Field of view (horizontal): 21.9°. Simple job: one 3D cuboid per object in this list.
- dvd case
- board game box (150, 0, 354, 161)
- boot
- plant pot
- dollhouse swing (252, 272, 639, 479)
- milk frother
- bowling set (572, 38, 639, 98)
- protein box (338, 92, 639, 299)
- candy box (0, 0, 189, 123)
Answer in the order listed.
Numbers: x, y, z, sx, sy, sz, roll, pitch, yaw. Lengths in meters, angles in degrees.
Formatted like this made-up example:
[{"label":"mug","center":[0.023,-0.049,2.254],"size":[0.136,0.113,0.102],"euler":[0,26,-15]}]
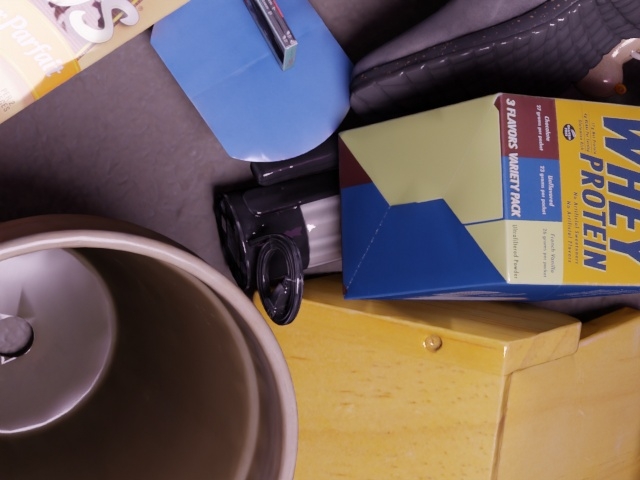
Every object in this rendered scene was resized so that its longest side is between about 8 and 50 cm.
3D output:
[{"label":"dvd case","center":[-0.052,-0.192,1.276],"size":[0.013,0.087,0.119],"euler":[-28,87,-5]},{"label":"board game box","center":[-0.054,-0.140,1.328],"size":[0.133,0.033,0.168],"euler":[-34,86,-21]},{"label":"boot","center":[0.162,-0.235,1.313],"size":[0.338,0.222,0.118],"euler":[-22,151,14]},{"label":"plant pot","center":[-0.209,0.110,1.230],"size":[0.323,0.280,0.323],"euler":[-5,108,-17]},{"label":"dollhouse swing","center":[0.108,0.199,1.490],"size":[0.315,0.305,0.346],"euler":[11,106,21]},{"label":"milk frother","center":[0.000,0.000,1.337],"size":[0.135,0.129,0.143],"euler":[-15,66,-14]},{"label":"bowling set","center":[0.286,-0.160,1.386],"size":[0.154,0.287,0.200],"euler":[-48,148,6]},{"label":"protein box","center":[0.152,-0.025,1.266],"size":[0.201,0.200,0.136],"euler":[2,84,-35]},{"label":"candy box","center":[-0.247,-0.197,1.229],"size":[0.316,0.087,0.183],"euler":[-34,113,-7]}]
